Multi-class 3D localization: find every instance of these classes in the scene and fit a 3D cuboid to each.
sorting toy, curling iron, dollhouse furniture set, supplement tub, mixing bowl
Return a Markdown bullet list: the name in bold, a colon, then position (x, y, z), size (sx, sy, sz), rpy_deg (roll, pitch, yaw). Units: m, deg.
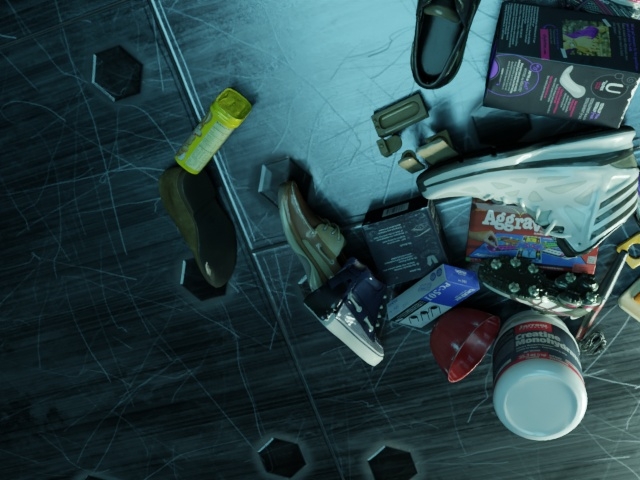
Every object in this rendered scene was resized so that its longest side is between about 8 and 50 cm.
- **sorting toy**: position (0.780, 0.125, 1.952), size (0.347, 0.047, 0.196), rpy_deg (36, 115, -6)
- **curling iron**: position (0.630, 0.138, 1.991), size (0.068, 0.035, 0.274), rpy_deg (16, 117, 11)
- **dollhouse furniture set**: position (0.176, -0.226, 1.835), size (0.144, 0.123, 0.151), rpy_deg (-23, 75, 19)
- **supplement tub**: position (0.472, 0.286, 1.955), size (0.191, 0.272, 0.191), rpy_deg (4, 114, 9)
- **mixing bowl**: position (0.313, 0.219, 2.032), size (0.098, 0.181, 0.181), rpy_deg (37, 120, 30)

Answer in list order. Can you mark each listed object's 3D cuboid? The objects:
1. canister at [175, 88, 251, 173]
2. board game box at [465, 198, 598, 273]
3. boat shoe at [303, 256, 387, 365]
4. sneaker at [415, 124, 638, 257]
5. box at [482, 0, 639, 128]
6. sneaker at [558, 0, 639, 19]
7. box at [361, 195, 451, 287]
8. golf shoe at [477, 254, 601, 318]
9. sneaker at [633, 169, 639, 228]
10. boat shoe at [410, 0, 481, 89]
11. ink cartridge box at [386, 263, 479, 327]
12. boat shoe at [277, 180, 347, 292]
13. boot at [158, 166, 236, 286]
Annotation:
- **canister**: position (-0.234, -0.234, 1.942), size (0.073, 0.126, 0.170), rpy_deg (39, 116, -7)
- **board game box**: position (0.465, -0.009, 1.964), size (0.281, 0.027, 0.145), rpy_deg (5, 113, 8)
- **boat shoe**: position (0.101, 0.162, 2.003), size (0.158, 0.340, 0.127), rpy_deg (-45, 58, 0)
- **sneaker**: position (0.432, -0.073, 1.843), size (0.447, 0.169, 0.258), rpy_deg (-10, 99, 12)
- **box**: position (0.463, -0.338, 1.724), size (0.270, 0.143, 0.165), rpy_deg (11, 150, 6)
- **sneaker**: position (0.475, -0.490, 1.706), size (0.299, 0.121, 0.112), rpy_deg (27, 136, 4)
- **box**: position (0.192, 0.001, 1.982), size (0.156, 0.093, 0.158), rpy_deg (-16, 109, 17)
- **golf shoe**: position (0.469, 0.117, 1.966), size (0.272, 0.105, 0.120), rpy_deg (14, 144, 0)
- **sneaker**: position (0.691, -0.068, 1.873), size (0.071, 0.068, 0.170), rpy_deg (-21, 104, 10)
- **boat shoe**: position (0.253, -0.460, 1.748), size (0.132, 0.130, 0.355), rpy_deg (8, 115, 7)
- **ink cartridge box**: position (0.247, 0.125, 1.994), size (0.097, 0.046, 0.207), rpy_deg (15, 143, -31)
- **boat shoe**: position (0.000, 0.000, 2.012), size (0.116, 0.123, 0.324), rpy_deg (-19, 119, 12)
- **boot**: position (-0.284, -0.034, 2.072), size (0.115, 0.112, 0.305), rpy_deg (8, 123, 41)
